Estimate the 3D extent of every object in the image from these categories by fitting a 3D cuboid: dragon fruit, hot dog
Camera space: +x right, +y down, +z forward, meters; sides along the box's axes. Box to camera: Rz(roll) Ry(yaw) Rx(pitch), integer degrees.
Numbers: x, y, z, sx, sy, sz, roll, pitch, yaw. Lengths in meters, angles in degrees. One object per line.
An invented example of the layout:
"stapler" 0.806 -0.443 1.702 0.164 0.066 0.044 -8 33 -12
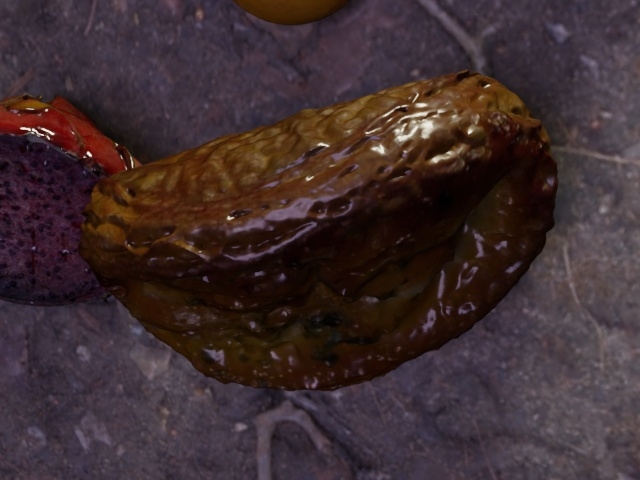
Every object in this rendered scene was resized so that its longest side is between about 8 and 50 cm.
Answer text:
"dragon fruit" -0.261 -0.058 1.091 0.224 0.148 0.218 -2 131 4
"hot dog" 0.000 0.000 0.923 0.388 0.267 0.174 -16 57 17

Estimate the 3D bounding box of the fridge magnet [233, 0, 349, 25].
"fridge magnet" -0.024 -0.249 0.952 0.143 0.063 0.143 -4 103 -16
